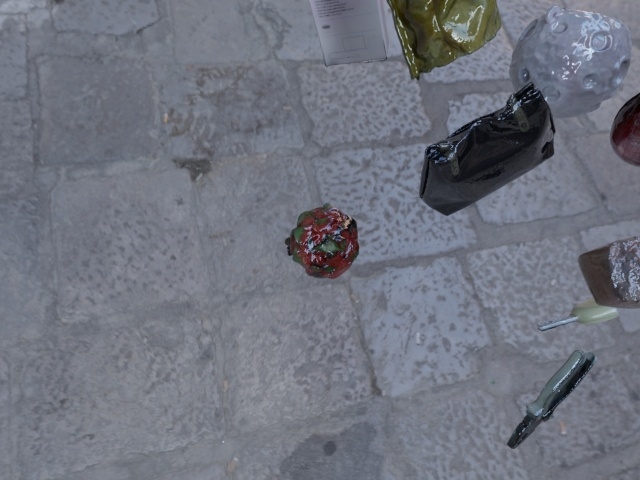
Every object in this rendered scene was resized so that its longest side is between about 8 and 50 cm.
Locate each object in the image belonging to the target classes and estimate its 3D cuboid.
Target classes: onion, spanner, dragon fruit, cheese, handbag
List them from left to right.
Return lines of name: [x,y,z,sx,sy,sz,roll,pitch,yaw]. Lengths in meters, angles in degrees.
dragon fruit: [0.006,0.003,1.108,0.182,0.182,0.188,-31,50,-22]
handbag: [0.365,-0.207,1.049,0.342,0.288,0.152,-33,70,11]
spanner: [0.571,0.406,1.169,0.095,0.325,0.040,16,22,-33]
cheese: [0.723,0.207,1.300,0.235,0.127,0.050,-18,92,8]
onion: [0.639,-0.230,0.879,0.159,0.195,0.160,-14,55,21]

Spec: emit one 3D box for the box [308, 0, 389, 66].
box: [0.091,-0.672,1.417,0.203,0.252,0.106,0,55,19]

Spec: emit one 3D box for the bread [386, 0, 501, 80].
bread: [0.221,-0.456,0.875,0.196,0.238,0.252,-33,107,-23]

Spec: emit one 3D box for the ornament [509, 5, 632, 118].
ornament: [0.757,-0.538,1.436,0.336,0.337,0.337,4,66,-10]

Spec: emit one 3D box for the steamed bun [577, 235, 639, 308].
steamed bun: [0.641,0.066,0.955,0.175,0.106,0.145,-20,69,23]
